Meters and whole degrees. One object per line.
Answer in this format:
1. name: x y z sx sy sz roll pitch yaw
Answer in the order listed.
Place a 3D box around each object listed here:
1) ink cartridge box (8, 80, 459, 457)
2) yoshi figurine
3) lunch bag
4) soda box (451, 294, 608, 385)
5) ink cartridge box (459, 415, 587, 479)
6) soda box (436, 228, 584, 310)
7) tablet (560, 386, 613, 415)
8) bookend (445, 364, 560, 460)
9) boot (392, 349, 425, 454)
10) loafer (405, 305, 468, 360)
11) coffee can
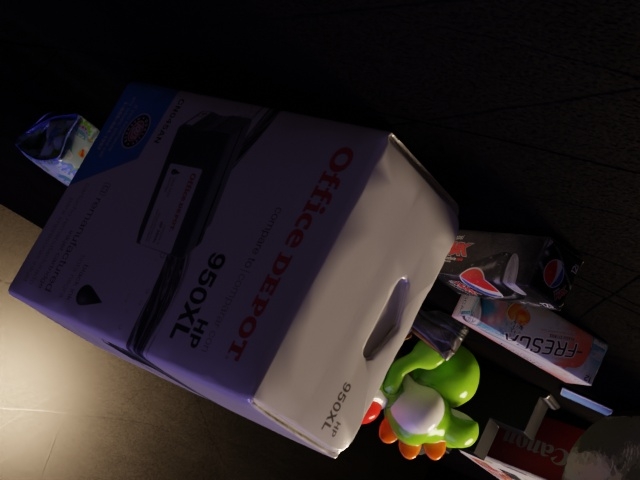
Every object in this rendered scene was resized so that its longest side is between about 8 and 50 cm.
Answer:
1. ink cartridge box: -0.097 0.012 1.113 0.395 0.285 0.166 16 163 40
2. yoshi figurine: 0.111 0.198 1.720 0.362 0.203 0.203 31 -161 -14
3. lunch bag: -0.364 -0.123 1.585 0.151 0.096 0.129 -1 151 46
4. soda box: 0.256 0.111 1.305 0.183 0.058 0.063 29 168 -12
5. ink cartridge box: 0.430 0.404 1.979 0.309 0.130 0.272 14 162 46
6. soda box: 0.186 0.028 1.104 0.053 0.060 0.169 35 166 -27
7. tablet: 0.417 0.252 1.672 0.083 0.006 0.054 23 167 16
8. bookend: 0.298 0.311 1.814 0.157 0.156 0.072 18 165 33
9. boot: 0.207 0.262 1.954 0.161 0.247 0.083 -26 178 27
10. loafer: 0.134 0.121 1.603 0.170 0.061 0.062 23 169 22
11. coffee can: 0.521 0.400 1.595 0.275 0.202 0.201 36 166 -33
